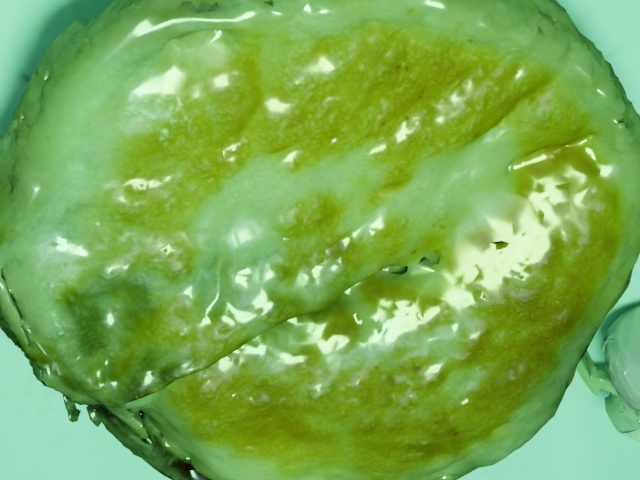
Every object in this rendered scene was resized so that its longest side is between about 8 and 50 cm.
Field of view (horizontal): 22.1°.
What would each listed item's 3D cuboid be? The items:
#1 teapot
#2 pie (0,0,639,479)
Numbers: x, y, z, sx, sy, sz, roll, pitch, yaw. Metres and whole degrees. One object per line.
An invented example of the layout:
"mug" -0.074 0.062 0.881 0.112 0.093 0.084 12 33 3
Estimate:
"teapot" 0.176 0.072 0.899 0.083 0.064 0.064 14 137 13
"pie" 0.000 0.001 0.776 0.339 0.077 0.339 -6 126 -9
